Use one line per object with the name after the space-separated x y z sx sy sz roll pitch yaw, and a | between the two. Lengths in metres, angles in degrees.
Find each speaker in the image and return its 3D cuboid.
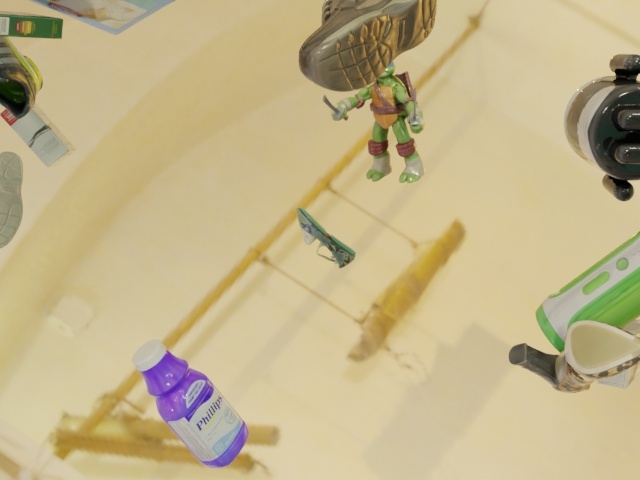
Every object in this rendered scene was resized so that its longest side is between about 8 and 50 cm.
0.522 0.080 1.884 0.296 0.131 0.131 -40 -1 23 | speaker

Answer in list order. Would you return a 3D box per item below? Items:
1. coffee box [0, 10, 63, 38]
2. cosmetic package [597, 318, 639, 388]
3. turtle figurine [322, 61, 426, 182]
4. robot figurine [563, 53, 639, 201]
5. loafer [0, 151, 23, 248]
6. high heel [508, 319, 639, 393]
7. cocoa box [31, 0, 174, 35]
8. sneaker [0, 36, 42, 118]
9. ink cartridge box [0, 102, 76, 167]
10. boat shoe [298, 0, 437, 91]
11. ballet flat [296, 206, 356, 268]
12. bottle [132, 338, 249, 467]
-0.554 -0.378 1.896 0.184 0.113 0.040 -14 -67 -56 | coffee box
0.594 0.216 2.126 0.239 0.060 0.099 -9 -73 -65 | cosmetic package
0.124 -0.240 2.335 0.275 0.198 0.266 -92 -11 -62 | turtle figurine
0.534 -0.200 1.912 0.209 0.173 0.278 -50 11 8 | robot figurine
-0.378 -0.043 1.290 0.039 0.045 0.125 -34 47 52 | loafer
0.466 0.201 1.787 0.261 0.186 0.093 -12 61 48 | high heel
-0.447 -0.559 1.969 0.231 0.347 0.228 -14 65 49 | cocoa box
-0.643 -0.356 2.091 0.111 0.121 0.300 -33 -48 12 | sneaker
-0.596 -0.229 2.301 0.063 0.150 0.109 -40 7 1 | ink cartridge box
0.063 -0.354 1.845 0.355 0.130 0.132 -35 -40 -45 | boat shoe
0.000 0.000 2.603 0.070 0.188 0.070 -47 11 12 | ballet flat
-0.254 0.312 2.098 0.092 0.283 0.118 -11 33 42 | bottle
